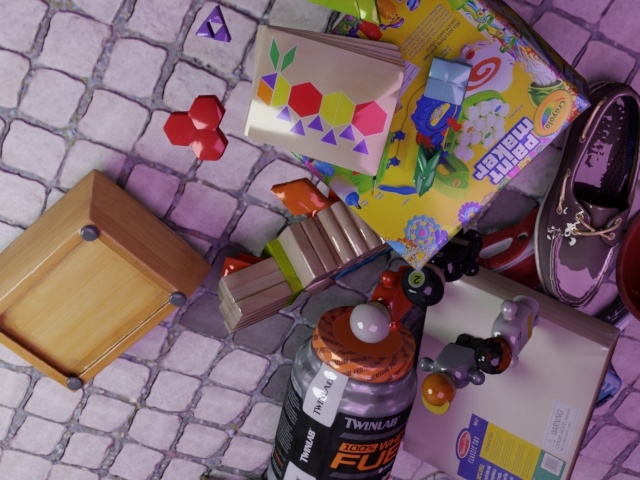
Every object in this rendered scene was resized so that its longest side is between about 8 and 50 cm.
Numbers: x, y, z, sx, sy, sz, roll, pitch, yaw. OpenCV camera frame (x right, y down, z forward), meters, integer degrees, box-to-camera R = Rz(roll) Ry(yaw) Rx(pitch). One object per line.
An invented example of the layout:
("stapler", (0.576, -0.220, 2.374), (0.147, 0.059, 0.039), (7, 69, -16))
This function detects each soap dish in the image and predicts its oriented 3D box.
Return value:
("soap dish", (-0.335, 0.070, 1.490), (0.291, 0.118, 0.229), (-39, 118, 16))

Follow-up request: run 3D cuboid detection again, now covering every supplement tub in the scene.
("supplement tub", (0.036, 0.269, 1.615), (0.193, 0.193, 0.316), (6, 122, -10))

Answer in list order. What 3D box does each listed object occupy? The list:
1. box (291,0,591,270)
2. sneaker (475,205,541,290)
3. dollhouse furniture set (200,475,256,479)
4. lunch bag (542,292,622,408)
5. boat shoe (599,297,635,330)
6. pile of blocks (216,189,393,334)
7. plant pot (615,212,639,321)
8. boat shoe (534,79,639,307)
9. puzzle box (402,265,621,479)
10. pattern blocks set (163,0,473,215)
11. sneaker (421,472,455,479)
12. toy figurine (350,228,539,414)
("box", (0.130, -0.174, 1.299), (0.279, 0.177, 0.290), (44, 111, -3))
("sneaker", (0.333, 0.022, 1.575), (0.221, 0.087, 0.128), (-17, 140, 4))
("dollhouse furniture set", (-0.126, 0.524, 1.820), (0.212, 0.161, 0.242), (12, 98, -14))
("lunch bag", (0.357, 0.202, 1.672), (0.176, 0.090, 0.219), (-36, 118, 20))
("boat shoe", (0.482, 0.105, 1.649), (0.040, 0.049, 0.142), (45, 106, 13))
("pile of blocks", (0.000, 0.000, 1.508), (0.362, 0.149, 0.113), (-28, 79, 1))
("plant pot", (0.618, 0.079, 1.535), (0.272, 0.272, 0.265), (-38, 127, 17))
("boat shoe", (0.373, -0.056, 1.440), (0.116, 0.097, 0.324), (11, 100, -3))
("puzzle box", (0.272, 0.235, 1.587), (0.272, 0.052, 0.409), (25, 134, 22))
("pattern blocks set", (-0.001, -0.167, 1.221), (0.325, 0.026, 0.285), (25, 112, 4))
("sneaker", (0.165, 0.472, 1.828), (0.170, 0.075, 0.063), (-31, 121, 14))
("toy figurine", (0.169, 0.112, 1.430), (0.209, 0.148, 0.213), (49, 137, -2))
